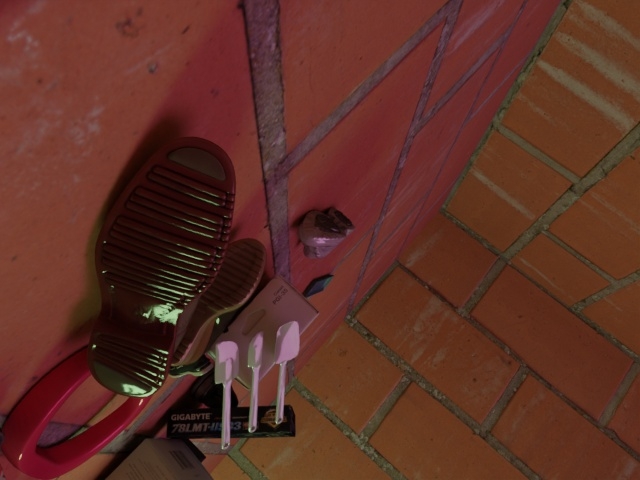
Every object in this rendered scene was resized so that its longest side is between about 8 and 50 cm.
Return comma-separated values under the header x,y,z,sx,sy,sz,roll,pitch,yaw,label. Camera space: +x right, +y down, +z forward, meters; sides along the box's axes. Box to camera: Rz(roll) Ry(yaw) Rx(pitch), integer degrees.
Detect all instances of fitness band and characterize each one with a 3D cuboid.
x,y,z,sx,sy,sz,roll,pitch,yaw,label
-0.338,0.244,0.776,0.209,0.054,0.291,-41,164,-27,fitness band

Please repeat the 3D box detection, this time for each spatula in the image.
x,y,z,sx,sy,sz,roll,pitch,yaw,label
-0.115,0.268,0.989,0.168,0.019,0.242,-14,119,-36,spatula

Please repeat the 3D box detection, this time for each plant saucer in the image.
x,y,z,sx,sy,sz,roll,pitch,yaw,label
-0.006,0.142,1.711,0.067,0.018,0.192,-53,166,13,plant saucer

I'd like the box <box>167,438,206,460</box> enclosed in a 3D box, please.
x,y,z,sx,sy,sz,roll,pitch,yaw,label
-0.435,0.640,1.457,0.184,0.103,0.261,-51,168,-10,box

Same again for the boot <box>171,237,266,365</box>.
x,y,z,sx,sy,sz,roll,pitch,yaw,label
-0.171,0.096,0.917,0.248,0.090,0.207,-52,180,2,boot

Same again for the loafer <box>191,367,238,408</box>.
x,y,z,sx,sy,sz,roll,pitch,yaw,label
-0.258,0.392,1.388,0.096,0.084,0.267,-48,167,-14,loafer

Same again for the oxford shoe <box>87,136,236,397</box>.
x,y,z,sx,sy,sz,roll,pitch,yaw,label
-0.180,0.021,0.615,0.348,0.122,0.130,-59,-169,30,oxford shoe

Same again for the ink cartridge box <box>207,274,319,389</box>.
x,y,z,sx,sy,sz,roll,pitch,yaw,label
-0.120,0.199,1.150,0.207,0.117,0.283,-47,177,-11,ink cartridge box

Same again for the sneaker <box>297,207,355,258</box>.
x,y,z,sx,sy,sz,roll,pitch,yaw,label
0.000,0.000,1.167,0.115,0.090,0.232,-51,167,17,sneaker

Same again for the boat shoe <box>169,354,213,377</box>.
x,y,z,sx,sy,sz,roll,pitch,yaw,label
-0.248,0.228,0.998,0.125,0.038,0.046,-15,-166,46,boat shoe

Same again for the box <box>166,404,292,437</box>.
x,y,z,sx,sy,sz,roll,pitch,yaw,label
-0.212,0.470,1.377,0.295,0.293,0.074,90,-3,-69,box

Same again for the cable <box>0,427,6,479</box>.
x,y,z,sx,sy,sz,roll,pitch,yaw,label
-0.375,0.218,0.508,0.139,0.072,0.287,-49,168,-34,cable

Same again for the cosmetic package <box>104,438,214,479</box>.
x,y,z,sx,sy,sz,roll,pitch,yaw,label
-0.437,0.625,1.188,0.365,0.155,0.197,-46,159,-7,cosmetic package
